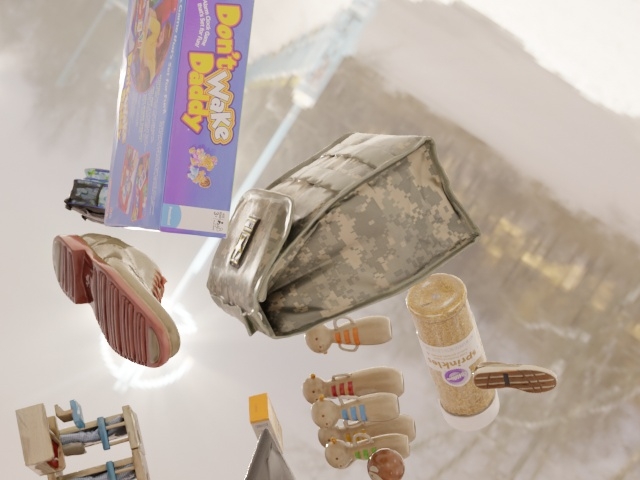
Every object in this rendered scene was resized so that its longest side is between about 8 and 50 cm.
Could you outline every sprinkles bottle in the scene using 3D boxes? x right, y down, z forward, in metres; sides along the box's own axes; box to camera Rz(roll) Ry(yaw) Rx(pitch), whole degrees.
[{"bbox_3d":[0.266,0.227,2.498,0.121,0.121,0.355,37,156,46],"label":"sprinkles bottle"}]

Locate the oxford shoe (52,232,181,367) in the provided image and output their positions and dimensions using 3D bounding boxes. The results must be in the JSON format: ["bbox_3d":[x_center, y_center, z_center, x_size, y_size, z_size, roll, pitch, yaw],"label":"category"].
[{"bbox_3d":[-0.273,0.069,1.831,0.130,0.123,0.348,-12,-148,-31],"label":"oxford shoe"}]

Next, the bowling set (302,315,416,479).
[{"bbox_3d":[0.043,0.261,1.810,0.200,0.154,0.287,-83,-17,-52],"label":"bowling set"}]

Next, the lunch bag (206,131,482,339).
[{"bbox_3d":[0.000,0.000,1.482,0.169,0.287,0.235,60,167,-15],"label":"lunch bag"}]

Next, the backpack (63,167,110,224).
[{"bbox_3d":[-0.335,-0.068,2.016,0.114,0.084,0.105,13,171,14],"label":"backpack"}]

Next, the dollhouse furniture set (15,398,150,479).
[{"bbox_3d":[-0.306,0.287,1.652,0.184,0.129,0.129,85,169,-70],"label":"dollhouse furniture set"}]

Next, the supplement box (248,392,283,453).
[{"bbox_3d":[-0.094,0.322,2.181,0.062,0.036,0.098,-97,-8,-50],"label":"supplement box"}]

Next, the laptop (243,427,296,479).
[{"bbox_3d":[-0.148,0.592,2.009,0.382,0.236,0.408,-70,-39,-55],"label":"laptop"}]

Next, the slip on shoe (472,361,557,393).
[{"bbox_3d":[0.316,0.218,2.034,0.135,0.051,0.041,-3,-151,15],"label":"slip on shoe"}]

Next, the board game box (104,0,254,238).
[{"bbox_3d":[-0.161,-0.181,1.421,0.078,0.347,0.233,7,180,-25],"label":"board game box"}]
